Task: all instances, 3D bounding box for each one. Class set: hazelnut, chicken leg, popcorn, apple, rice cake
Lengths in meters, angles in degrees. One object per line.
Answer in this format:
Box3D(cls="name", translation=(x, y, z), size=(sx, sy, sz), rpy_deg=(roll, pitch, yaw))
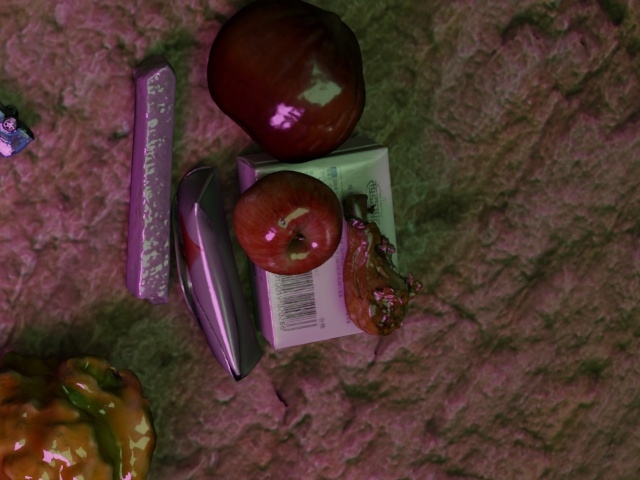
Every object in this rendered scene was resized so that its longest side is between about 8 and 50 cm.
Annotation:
Box3D(cls="hazelnut", translation=(-0.040, -0.229, 1.959), size=(0.230, 0.229, 0.229), rpy_deg=(-5, 105, -20))
Box3D(cls="chicken leg", translation=(0.077, 0.035, 2.009), size=(0.085, 0.101, 0.207), rpy_deg=(-19, 101, -46))
Box3D(cls="popcorn", translation=(-0.374, 0.317, 1.950), size=(0.290, 0.326, 0.321), rpy_deg=(27, 49, -21))
Box3D(cls="apple", translation=(-0.046, -0.026, 1.931), size=(0.146, 0.131, 0.146), rpy_deg=(-8, 120, -15))
Box3D(cls="rice cake", translation=(-0.238, -0.077, 2.001), size=(0.056, 0.073, 0.364), rpy_deg=(-2, 106, -23))

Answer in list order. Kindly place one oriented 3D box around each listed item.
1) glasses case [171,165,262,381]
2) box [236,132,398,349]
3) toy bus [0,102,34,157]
Box3D(cls="glasses case", translation=(-0.157, 0.056, 2.033), size=(0.083, 0.128, 0.308), rpy_deg=(-10, 108, 7))
Box3D(cls="box", translation=(-0.001, 0.000, 2.082), size=(0.203, 0.116, 0.274), rpy_deg=(-11, 106, -16))
Box3D(cls="toy bus", translation=(-0.453, -0.175, 1.904), size=(0.061, 0.051, 0.153), rpy_deg=(-42, 115, 7))
